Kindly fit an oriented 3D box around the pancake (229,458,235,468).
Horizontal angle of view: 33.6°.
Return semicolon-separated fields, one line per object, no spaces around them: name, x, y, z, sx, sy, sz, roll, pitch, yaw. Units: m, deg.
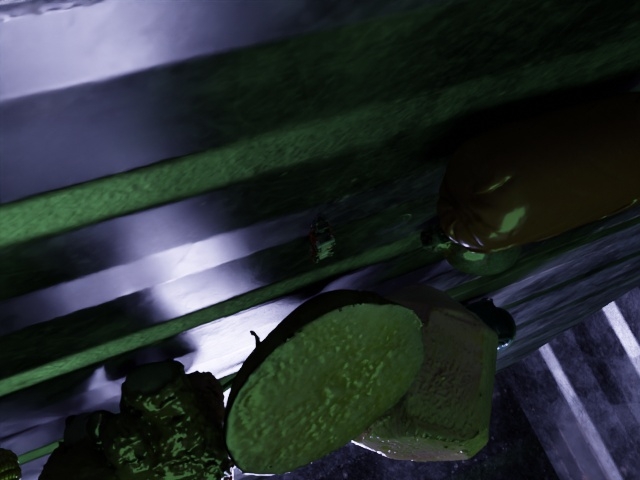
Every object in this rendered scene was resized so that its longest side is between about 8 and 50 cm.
pancake;-0.079;0.395;2.200;0.382;0.071;0.382;-24;166;-6

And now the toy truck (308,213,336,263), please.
toy truck;0.000;0.000;1.052;0.024;0.032;0.083;-21;167;-8

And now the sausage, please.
sausage;0.242;-0.071;1.049;0.304;0.121;0.121;-17;163;-35

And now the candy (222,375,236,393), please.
candy;-0.205;0.273;1.567;0.305;0.091;0.083;-35;163;6

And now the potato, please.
potato;-0.015;0.159;1.351;0.299;0.116;0.239;-32;138;-17

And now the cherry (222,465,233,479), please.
cherry;-0.266;0.430;1.806;0.249;0.175;0.192;-14;172;-34

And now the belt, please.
belt;0.254;0.202;2.023;0.267;0.116;0.206;-21;160;-11

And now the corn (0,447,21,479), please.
corn;-0.436;0.291;1.242;0.165;0.063;0.085;-14;-175;-34

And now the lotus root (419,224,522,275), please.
lotus root;0.192;0.000;1.297;0.165;0.088;0.088;5;147;-47

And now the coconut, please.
coconut;0.137;0.183;1.534;0.233;0.245;0.233;4;159;2

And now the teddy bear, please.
teddy bear;-0.238;0.266;1.319;0.256;0.156;0.267;-26;167;4
